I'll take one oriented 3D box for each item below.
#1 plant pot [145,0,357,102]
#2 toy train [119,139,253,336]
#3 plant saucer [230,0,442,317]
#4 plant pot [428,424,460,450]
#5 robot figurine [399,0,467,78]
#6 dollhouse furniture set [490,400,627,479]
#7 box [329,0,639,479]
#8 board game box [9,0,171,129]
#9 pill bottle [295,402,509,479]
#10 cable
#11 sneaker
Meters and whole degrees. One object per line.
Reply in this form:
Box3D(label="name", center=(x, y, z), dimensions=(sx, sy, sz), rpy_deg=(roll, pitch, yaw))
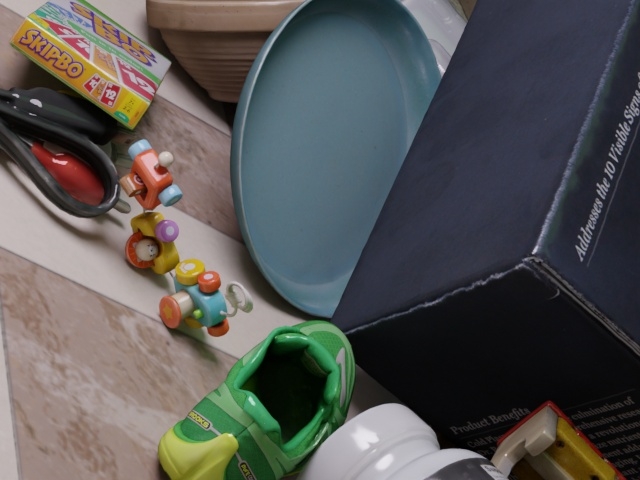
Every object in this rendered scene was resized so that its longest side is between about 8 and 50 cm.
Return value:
Box3D(label="plant pot", center=(-0.057, -0.201, 1.748), dimensions=(0.237, 0.237, 0.110), rpy_deg=(-31, 121, -66))
Box3D(label="toy train", center=(-0.125, 0.007, 1.407), dimensions=(0.046, 0.125, 0.166), rpy_deg=(-28, 79, -26))
Box3D(label="plant saucer", center=(0.014, -0.086, 1.637), dimensions=(0.317, 0.043, 0.318), rpy_deg=(-14, 108, -50))
Box3D(label="plant pot", center=(0.176, 0.260, 1.620), dimensions=(0.236, 0.032, 0.236), rpy_deg=(37, 27, -22))
Box3D(label="robot figurine", center=(0.121, -0.138, 1.905), dimensions=(0.353, 0.200, 0.300), rpy_deg=(49, -7, -1))
Box3D(label="dollhouse furniture set", center=(0.256, 0.322, 1.462), dimensions=(0.374, 0.201, 0.152), rpy_deg=(47, 24, -1))
Box3D(label="box", center=(0.332, 0.016, 1.637), dimensions=(0.472, 0.297, 0.480), rpy_deg=(41, 53, -21))
Box3D(label="board game box", center=(-0.198, -0.167, 1.526), dimensions=(0.124, 0.039, 0.259), rpy_deg=(35, 9, -9))
Box3D(label="pill bottle", center=(0.110, 0.260, 1.296), dimensions=(0.278, 0.162, 0.162), rpy_deg=(42, 18, 31))
Box3D(label="cable", center=(-0.267, -0.094, 1.400), dimensions=(0.287, 0.072, 0.139), rpy_deg=(17, 55, -30))
Box3D(label="sneaker", center=(-0.020, 0.128, 1.369), dimensions=(0.109, 0.123, 0.295), rpy_deg=(49, 23, 0))
